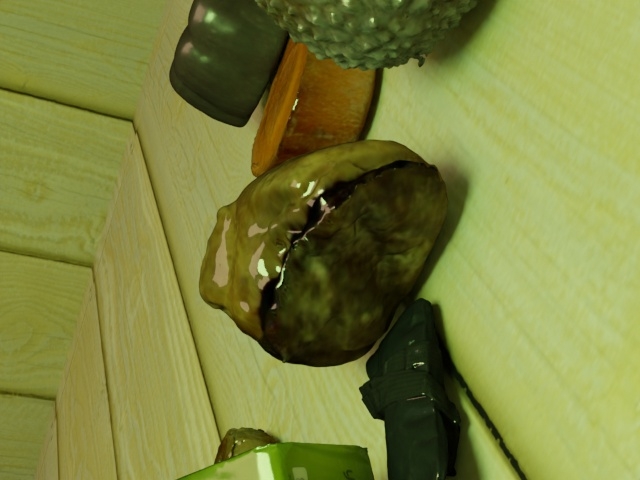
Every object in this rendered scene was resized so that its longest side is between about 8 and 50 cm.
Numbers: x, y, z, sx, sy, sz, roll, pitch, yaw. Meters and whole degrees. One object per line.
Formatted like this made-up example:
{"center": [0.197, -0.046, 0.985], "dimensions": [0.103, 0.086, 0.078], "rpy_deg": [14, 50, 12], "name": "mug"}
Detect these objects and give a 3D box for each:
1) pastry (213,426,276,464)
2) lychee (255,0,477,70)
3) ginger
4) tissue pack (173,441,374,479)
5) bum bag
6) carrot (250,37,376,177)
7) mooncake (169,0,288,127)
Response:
{"center": [-0.105, 0.323, 1.325], "dimensions": [0.153, 0.081, 0.153], "rpy_deg": [-173, 90, -69], "name": "pastry"}
{"center": [0.045, -0.322, 1.009], "dimensions": [0.300, 0.300, 0.300], "rpy_deg": [-168, 90, -69], "name": "lychee"}
{"center": [0.003, 0.000, 1.049], "dimensions": [0.223, 0.200, 0.269], "rpy_deg": [42, 117, 49], "name": "ginger"}
{"center": [-0.040, 0.345, 0.907], "dimensions": [0.200, 0.167, 0.274], "rpy_deg": [-28, 62, 31], "name": "tissue pack"}
{"center": [0.089, 0.170, 0.948], "dimensions": [0.248, 0.060, 0.123], "rpy_deg": [-99, 28, -45], "name": "bum bag"}
{"center": [-0.019, -0.204, 1.358], "dimensions": [0.307, 0.100, 0.258], "rpy_deg": [-115, 44, -63], "name": "carrot"}
{"center": [-0.133, -0.340, 1.577], "dimensions": [0.306, 0.154, 0.306], "rpy_deg": [-158, 90, -79], "name": "mooncake"}
